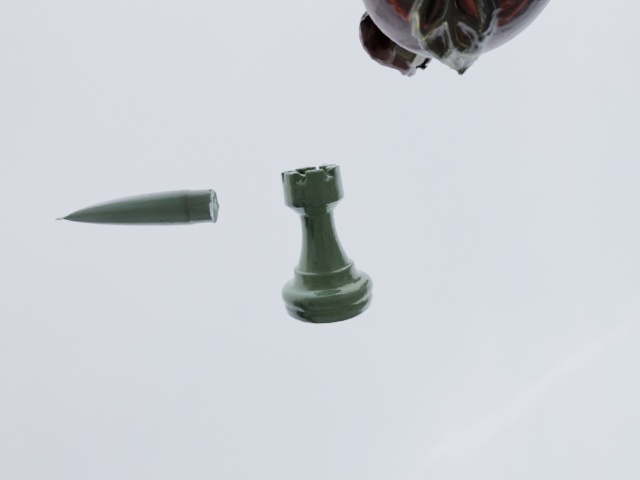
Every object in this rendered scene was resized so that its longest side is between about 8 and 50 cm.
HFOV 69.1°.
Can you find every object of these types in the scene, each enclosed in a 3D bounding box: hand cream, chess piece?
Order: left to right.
[{"bbox_3d":[-0.246,-0.042,0.639,0.205,0.078,0.049,-3,-75,2],"label":"hand cream"},{"bbox_3d":[0.000,0.000,0.950,0.195,0.194,0.298,-8,-76,-2],"label":"chess piece"}]

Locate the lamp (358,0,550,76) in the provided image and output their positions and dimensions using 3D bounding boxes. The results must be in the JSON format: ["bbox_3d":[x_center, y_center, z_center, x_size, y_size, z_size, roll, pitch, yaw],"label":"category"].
[{"bbox_3d":[0.105,-0.209,0.362,0.151,0.223,0.215,48,-53,10],"label":"lamp"}]
